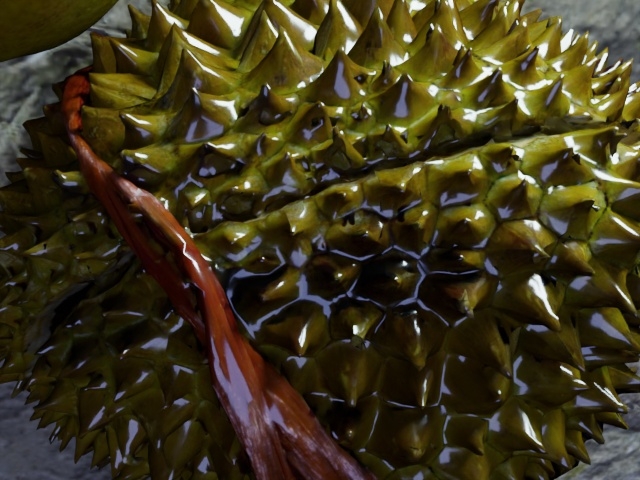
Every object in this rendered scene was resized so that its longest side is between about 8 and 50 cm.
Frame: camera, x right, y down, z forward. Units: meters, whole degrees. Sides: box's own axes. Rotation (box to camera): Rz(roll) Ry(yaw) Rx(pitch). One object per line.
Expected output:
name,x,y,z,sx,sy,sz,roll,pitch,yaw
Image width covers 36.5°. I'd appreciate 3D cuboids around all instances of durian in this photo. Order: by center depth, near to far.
durian,0.001,0.002,0.548,0.384,0.347,0.348,-6,119,-11

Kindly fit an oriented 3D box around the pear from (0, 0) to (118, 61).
pear,-0.169,-0.191,0.488,0.200,0.200,0.200,-6,119,-11
